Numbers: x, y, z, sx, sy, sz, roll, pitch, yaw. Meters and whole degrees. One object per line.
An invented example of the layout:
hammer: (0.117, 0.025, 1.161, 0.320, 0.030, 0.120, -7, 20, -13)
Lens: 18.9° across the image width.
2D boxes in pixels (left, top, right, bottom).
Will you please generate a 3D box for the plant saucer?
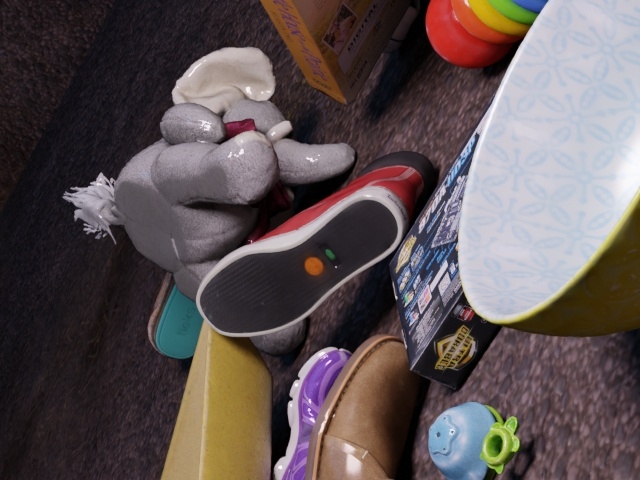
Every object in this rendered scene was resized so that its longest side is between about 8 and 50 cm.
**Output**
plant saucer: (-0.110, 0.286, 1.900, 0.332, 0.081, 0.333, -91, 14, -50)

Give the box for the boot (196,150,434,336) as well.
boot: (0.000, 0.000, 1.877, 0.244, 0.088, 0.176, -29, 10, 24)

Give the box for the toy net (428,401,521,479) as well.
toy net: (0.099, 0.242, 1.506, 0.122, 0.045, 0.232, 17, 87, 54)

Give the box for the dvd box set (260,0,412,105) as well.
dvd box set: (0.043, -0.337, 1.890, 0.307, 0.062, 0.420, -61, -17, -7)

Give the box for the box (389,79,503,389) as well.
box: (0.139, -0.008, 1.661, 0.220, 0.051, 0.175, -59, 19, 25)

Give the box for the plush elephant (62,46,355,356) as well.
plush elephant: (-0.088, -0.065, 2.135, 0.330, 0.272, 0.255, 15, 40, 41)

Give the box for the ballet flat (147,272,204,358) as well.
ballet flat: (-0.132, -0.002, 2.368, 0.316, 0.108, 0.106, -60, 12, 20)

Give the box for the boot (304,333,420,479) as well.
boot: (0.046, 0.223, 1.637, 0.115, 0.112, 0.305, 0, 60, 39)

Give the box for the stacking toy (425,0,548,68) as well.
stacking toy: (0.179, -0.237, 1.707, 0.330, 0.141, 0.141, 141, 147, -64)

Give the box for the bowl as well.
bowl: (0.229, -0.052, 1.278, 0.289, 0.156, 0.289, -55, 21, 33)

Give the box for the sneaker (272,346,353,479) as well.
sneaker: (0.008, 0.187, 1.823, 0.071, 0.068, 0.170, 11, 89, 58)

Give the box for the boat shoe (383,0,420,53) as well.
boat shoe: (0.080, -0.307, 2.173, 0.076, 0.083, 0.226, -41, 41, 32)
